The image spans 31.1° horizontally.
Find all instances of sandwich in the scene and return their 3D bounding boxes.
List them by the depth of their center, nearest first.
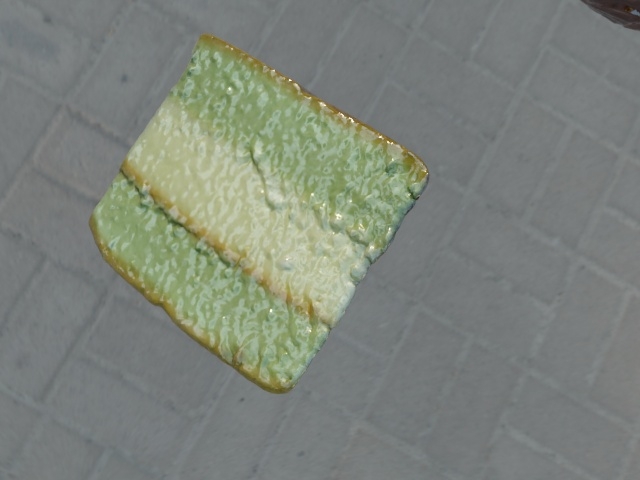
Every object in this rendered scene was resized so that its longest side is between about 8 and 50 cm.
[{"bbox_3d":[0.000,0.000,0.556,0.144,0.187,0.117,37,96,26],"label":"sandwich"}]

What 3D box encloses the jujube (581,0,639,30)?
[{"bbox_3d":[0.252,-0.349,1.083,0.342,0.216,0.216,35,72,2],"label":"jujube"}]
